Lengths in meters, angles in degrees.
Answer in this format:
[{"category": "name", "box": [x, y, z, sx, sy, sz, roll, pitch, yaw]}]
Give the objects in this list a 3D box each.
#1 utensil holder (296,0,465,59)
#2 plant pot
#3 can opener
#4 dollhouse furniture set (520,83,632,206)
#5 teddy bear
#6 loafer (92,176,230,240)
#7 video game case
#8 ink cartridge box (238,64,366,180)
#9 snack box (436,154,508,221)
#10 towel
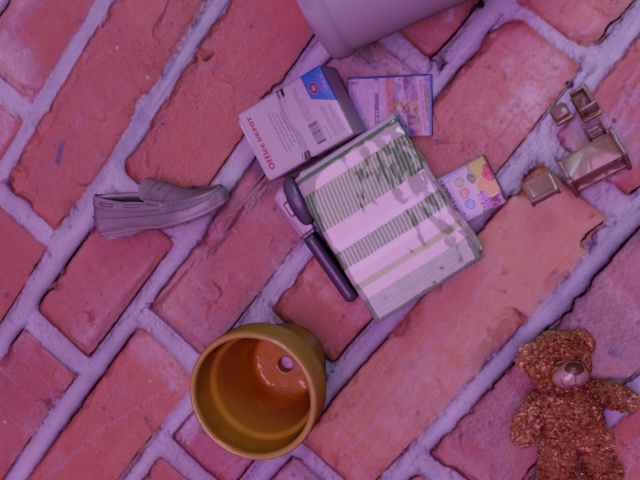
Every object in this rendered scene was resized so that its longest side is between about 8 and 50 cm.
[{"category": "utensil holder", "box": [0.143, -0.529, 1.311, 0.385, 0.327, 0.327, -19, 93, 16]}, {"category": "plant pot", "box": [-0.097, 0.274, 1.550, 0.254, 0.239, 0.254, 2, 99, 16]}, {"category": "can opener", "box": [0.000, 0.000, 1.562, 0.074, 0.093, 0.280, -34, 93, 17]}, {"category": "dollhouse furniture set", "box": [0.444, -0.164, 1.420, 0.182, 0.101, 0.161, -29, 65, 19]}, {"category": "teddy bear", "box": [0.475, 0.340, 1.463, 0.245, 0.113, 0.338, 8, 101, 13]}, {"category": "loafer", "box": [-0.344, -0.080, 1.633, 0.319, 0.112, 0.111, -11, 104, 18]}, {"category": "video game case", "box": [0.135, -0.261, 1.515, 0.166, 0.015, 0.119, 1, 98, 16]}, {"category": "ink cartridge box", "box": [-0.038, -0.229, 1.526, 0.203, 0.086, 0.148, -26, 90, 24]}, {"category": "snack box", "box": [0.273, -0.087, 1.490, 0.141, 0.037, 0.100, -27, 89, 19]}, {"category": "towel", "box": [0.126, -0.044, 1.477, 0.248, 0.038, 0.325, -32, 85, 5]}]
